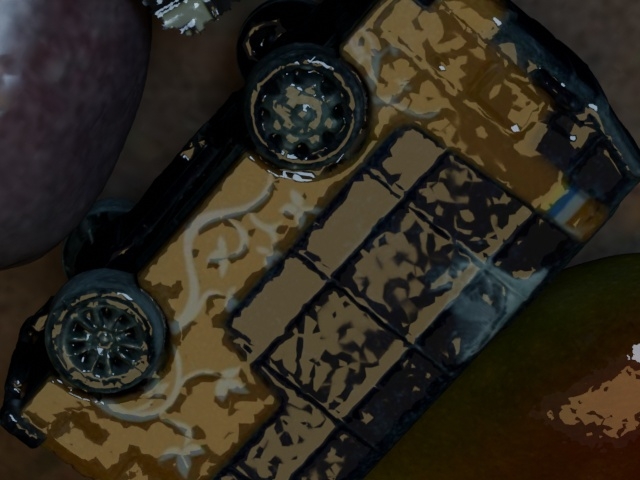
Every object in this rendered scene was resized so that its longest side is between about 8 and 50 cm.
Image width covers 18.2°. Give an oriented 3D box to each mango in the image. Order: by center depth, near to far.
[{"bbox_3d":[0.128,0.098,1.126,0.289,0.129,0.146,-25,112,23],"label":"mango"}]

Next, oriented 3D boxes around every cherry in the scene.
[{"bbox_3d":[-0.197,-0.087,1.024,0.213,0.183,0.266,32,93,-24],"label":"cherry"}]

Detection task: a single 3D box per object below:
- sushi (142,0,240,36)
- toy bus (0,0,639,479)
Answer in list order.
[{"bbox_3d":[-0.058,-0.233,1.000,0.210,0.040,0.192,-42,104,-12],"label":"sushi"},{"bbox_3d":[0.000,0.000,1.037,0.194,0.162,0.323,40,101,-14],"label":"toy bus"}]
